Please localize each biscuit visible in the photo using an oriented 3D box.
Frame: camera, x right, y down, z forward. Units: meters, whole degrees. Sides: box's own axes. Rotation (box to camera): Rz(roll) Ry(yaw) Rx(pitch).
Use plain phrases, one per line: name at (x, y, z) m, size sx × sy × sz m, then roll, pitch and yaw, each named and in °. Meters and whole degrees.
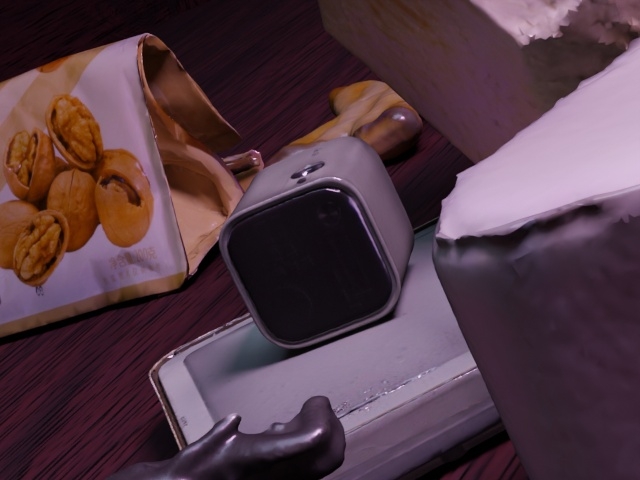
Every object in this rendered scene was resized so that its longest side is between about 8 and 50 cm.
biscuit at (0.049, -0.113, 1.383) m, size 0.164 × 0.047 × 0.208 m, roll -16°, pitch 18°, yaw 29°

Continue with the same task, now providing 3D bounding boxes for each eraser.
eraser at (0.198, -0.009, 0.596) m, size 0.331 × 0.150 × 0.331 m, roll -21°, pitch 15°, yaw 6°

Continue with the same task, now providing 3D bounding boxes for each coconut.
coconut at (0.148, -0.210, 0.884) m, size 0.352 × 0.353 × 0.352 m, roll -24°, pitch 15°, yaw 7°

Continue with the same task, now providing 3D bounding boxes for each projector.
projector at (0.000, 0.000, 0.823) m, size 0.083 × 0.083 × 0.082 m, roll -22°, pitch 14°, yaw 15°

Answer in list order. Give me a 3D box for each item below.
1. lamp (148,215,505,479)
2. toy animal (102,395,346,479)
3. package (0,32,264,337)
lamp at (0.042, 0.055, 0.827) m, size 0.266 × 0.047 × 0.269 m, roll -28°, pitch 15°, yaw -6°
toy animal at (-0.066, 0.145, 0.566) m, size 0.146 × 0.114 × 0.245 m, roll -15°, pitch 18°, yaw 35°
package at (-0.217, -0.039, 1.357) m, size 0.311 × 0.221 × 0.165 m, roll -17°, pitch -3°, yaw 29°
